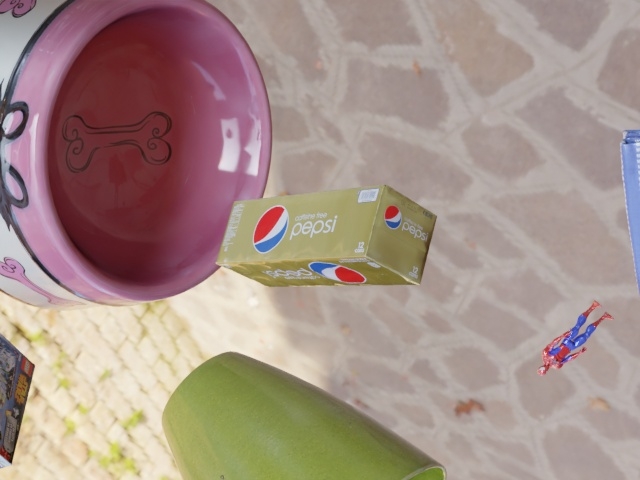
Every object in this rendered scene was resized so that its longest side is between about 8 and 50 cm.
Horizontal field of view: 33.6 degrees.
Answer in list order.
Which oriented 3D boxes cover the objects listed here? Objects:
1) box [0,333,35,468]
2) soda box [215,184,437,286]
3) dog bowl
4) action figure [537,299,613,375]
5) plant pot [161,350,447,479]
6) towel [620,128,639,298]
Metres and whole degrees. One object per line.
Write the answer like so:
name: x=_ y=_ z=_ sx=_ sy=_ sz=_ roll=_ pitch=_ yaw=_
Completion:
box: x=-0.354 y=0.163 z=1.131 sx=0.027 sy=0.137 sz=0.094 roll=-21 pitch=130 yaw=18
soda box: x=0.000 y=0.000 z=0.827 sx=0.061 sy=0.058 sz=0.181 roll=28 pitch=160 yaw=-37
dog bowl: x=-0.218 y=-0.108 z=1.187 sx=0.150 sy=0.408 sz=0.408 roll=10 pitch=144 yaw=40
action figure: x=0.314 y=0.127 z=1.325 sx=0.038 sy=0.115 sz=0.030 roll=43 pitch=-175 yaw=-16
plant pot: x=-0.050 y=0.278 z=1.273 sx=0.293 sy=0.275 sz=0.275 roll=40 pitch=157 yaw=26
towel: x=0.474 y=-0.014 z=1.027 sx=0.336 sy=0.040 sz=0.243 roll=-3 pitch=118 yaw=25
